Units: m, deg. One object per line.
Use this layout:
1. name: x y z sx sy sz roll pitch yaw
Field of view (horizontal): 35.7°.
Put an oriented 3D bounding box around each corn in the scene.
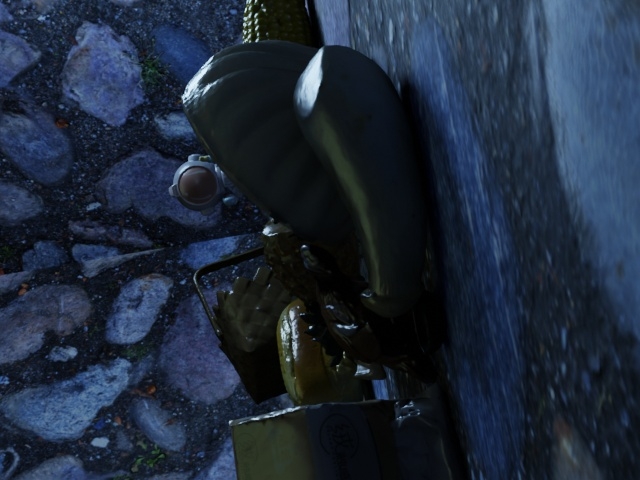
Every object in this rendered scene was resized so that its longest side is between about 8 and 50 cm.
1. corn: -0.062 -0.263 1.582 0.130 0.130 0.347 108 156 -78

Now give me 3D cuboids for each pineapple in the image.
1. pineapple: 0.016 0.069 1.298 0.128 0.128 0.248 -110 -2 -63

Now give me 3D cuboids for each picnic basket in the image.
1. picnic basket: -0.110 0.155 2.145 0.291 0.254 0.321 90 155 -54

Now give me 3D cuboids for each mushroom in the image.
1. mushroom: 0.046 -0.063 0.951 0.118 0.103 0.270 123 136 -61

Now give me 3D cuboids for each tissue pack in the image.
1. tissue pack: 0.064 0.313 1.029 0.238 0.238 0.305 98 162 -73

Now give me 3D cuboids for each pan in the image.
1. pan: 0.101 0.062 0.992 0.068 0.023 0.115 85 170 -46

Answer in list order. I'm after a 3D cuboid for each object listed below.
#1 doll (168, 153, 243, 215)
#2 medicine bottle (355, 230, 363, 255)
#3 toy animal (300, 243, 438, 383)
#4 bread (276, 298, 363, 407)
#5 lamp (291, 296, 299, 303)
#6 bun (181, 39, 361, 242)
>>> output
1. doll: -0.153 -0.126 1.935 0.151 0.287 0.151 168 90 -85
2. medicine bottle: 0.000 0.000 1.566 0.426 0.108 0.108 177 83 -83
3. toy animal: 0.053 0.084 1.078 0.188 0.089 0.179 32 160 49
4. bread: -0.003 0.191 1.703 0.236 0.140 0.106 -106 5 -48
5. lamp: 0.008 0.158 1.907 0.163 0.091 0.091 63 171 12
6. bun: -0.009 -0.141 1.125 0.263 0.175 0.263 41 -161 -18
